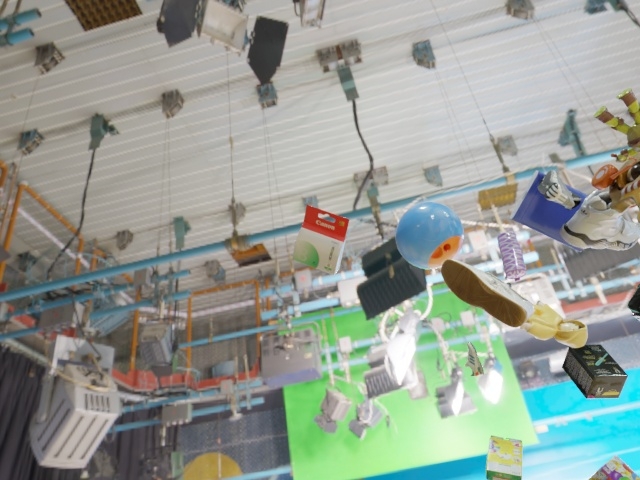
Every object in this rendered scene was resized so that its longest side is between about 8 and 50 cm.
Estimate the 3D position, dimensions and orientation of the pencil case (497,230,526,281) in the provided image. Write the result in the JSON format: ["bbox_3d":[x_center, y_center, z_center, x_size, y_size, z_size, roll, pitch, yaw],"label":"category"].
[{"bbox_3d":[0.780,0.062,2.094,0.086,0.206,0.088,-17,-37,26],"label":"pencil case"}]

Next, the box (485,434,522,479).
[{"bbox_3d":[0.580,0.684,1.615,0.105,0.179,0.043,2,-70,22],"label":"box"}]

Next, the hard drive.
[{"bbox_3d":[0.940,-0.113,2.027,0.318,0.040,0.210,24,-77,-7],"label":"hard drive"}]

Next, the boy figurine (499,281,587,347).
[{"bbox_3d":[0.688,0.246,1.614,0.177,0.285,0.092,-23,-48,-42],"label":"boy figurine"}]

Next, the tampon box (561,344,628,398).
[{"bbox_3d":[0.919,0.440,1.729,0.120,0.161,0.102,1,-63,-6],"label":"tampon box"}]

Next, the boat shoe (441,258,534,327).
[{"bbox_3d":[0.468,0.140,1.448,0.096,0.277,0.098,-17,-45,-42],"label":"boat shoe"}]

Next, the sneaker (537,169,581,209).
[{"bbox_3d":[0.874,-0.170,1.868,0.132,0.229,0.086,33,-59,-1],"label":"sneaker"}]

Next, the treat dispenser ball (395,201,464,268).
[{"bbox_3d":[0.465,-0.021,2.192,0.288,0.288,0.288,-6,-34,-4],"label":"treat dispenser ball"}]

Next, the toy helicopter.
[{"bbox_3d":[0.932,-0.154,1.460,0.140,0.355,0.235,33,-53,-5],"label":"toy helicopter"}]

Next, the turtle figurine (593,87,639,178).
[{"bbox_3d":[0.836,-0.281,1.366,0.217,0.087,0.269,43,-37,-1],"label":"turtle figurine"}]

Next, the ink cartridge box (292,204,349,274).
[{"bbox_3d":[0.000,0.000,1.924,0.181,0.056,0.225,20,-58,15],"label":"ink cartridge box"}]

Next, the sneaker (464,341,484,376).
[{"bbox_3d":[0.705,0.559,2.407,0.075,0.161,0.057,-23,-15,15],"label":"sneaker"}]

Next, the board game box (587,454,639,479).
[{"bbox_3d":[1.009,0.869,1.661,0.144,0.275,0.142,-3,-51,-41],"label":"board game box"}]

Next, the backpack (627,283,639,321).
[{"bbox_3d":[0.985,0.156,1.437,0.144,0.188,0.166,31,-10,-33],"label":"backpack"}]

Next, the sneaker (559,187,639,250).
[{"bbox_3d":[1.074,-0.080,1.882,0.365,0.137,0.210,-1,-48,-21],"label":"sneaker"}]
